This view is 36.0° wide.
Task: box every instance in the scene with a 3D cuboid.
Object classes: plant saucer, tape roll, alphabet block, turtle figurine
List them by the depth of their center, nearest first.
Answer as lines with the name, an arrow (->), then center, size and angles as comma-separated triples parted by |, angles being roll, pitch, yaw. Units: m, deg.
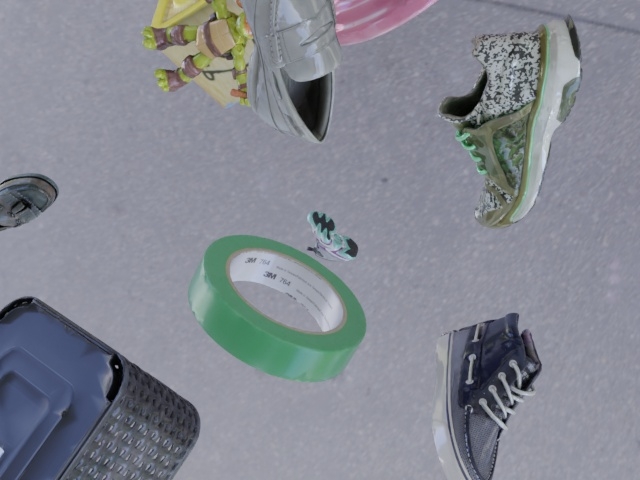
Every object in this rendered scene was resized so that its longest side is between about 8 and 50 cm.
plant saucer -> 0.100, -0.412, 1.342 | 0.332, 0.332, 0.084 | -21, 129, 33
turtle figurine -> -0.173, -0.325, 1.531 | 0.217, 0.087, 0.269 | -12, 112, 33
alphabet block -> -0.150, -0.384, 1.698 | 0.192, 0.193, 0.197 | -24, 133, 31
tape roll -> -0.075, 0.115, 1.759 | 0.321, 0.321, 0.077 | 35, 117, 13

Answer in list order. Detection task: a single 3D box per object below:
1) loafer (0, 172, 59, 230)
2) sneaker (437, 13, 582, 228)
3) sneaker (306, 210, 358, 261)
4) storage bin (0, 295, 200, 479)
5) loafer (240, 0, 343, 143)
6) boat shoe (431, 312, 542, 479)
loafer -> -0.597, -0.047, 1.837 | 0.267, 0.084, 0.096 | -16, 132, 31
sneaker -> 0.267, -0.182, 1.533 | 0.182, 0.158, 0.410 | 7, 138, -1
sneaker -> 0.000, 0.000, 1.412 | 0.069, 0.038, 0.098 | -17, 126, 46
storage bin -> -0.174, 0.139, 0.576 | 0.122, 0.180, 0.084 | 25, 164, 37
loafer -> -0.020, -0.228, 1.074 | 0.111, 0.112, 0.319 | 40, 157, 20
boat shoe -> 0.275, 0.253, 1.584 | 0.158, 0.340, 0.127 | -26, 125, 23
